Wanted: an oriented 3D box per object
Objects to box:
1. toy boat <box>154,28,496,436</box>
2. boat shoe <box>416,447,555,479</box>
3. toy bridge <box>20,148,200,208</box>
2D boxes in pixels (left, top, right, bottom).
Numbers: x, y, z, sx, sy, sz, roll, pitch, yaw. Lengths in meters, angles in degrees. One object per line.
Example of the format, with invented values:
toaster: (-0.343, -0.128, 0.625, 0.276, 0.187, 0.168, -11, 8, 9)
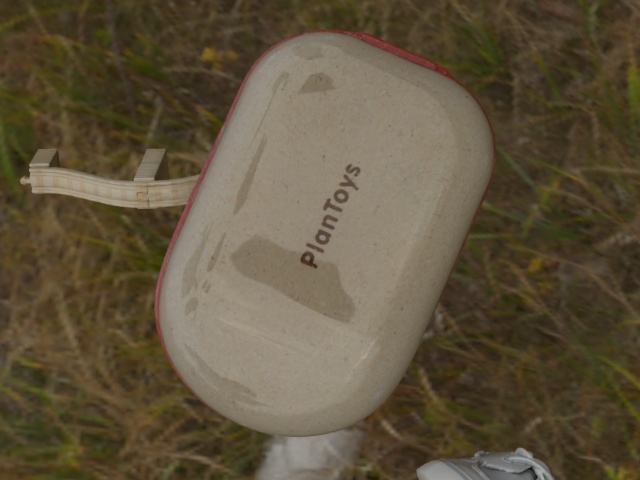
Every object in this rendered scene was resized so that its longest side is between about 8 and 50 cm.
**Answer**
toy boat: (0.000, 0.000, 0.855, 0.151, 0.151, 0.231, 24, 87, 2)
boat shoe: (0.098, 0.141, 0.803, 0.063, 0.184, 0.066, -34, 72, -1)
toy bridge: (-0.121, -0.044, 1.048, 0.188, 0.063, 0.026, -1, 115, 3)
